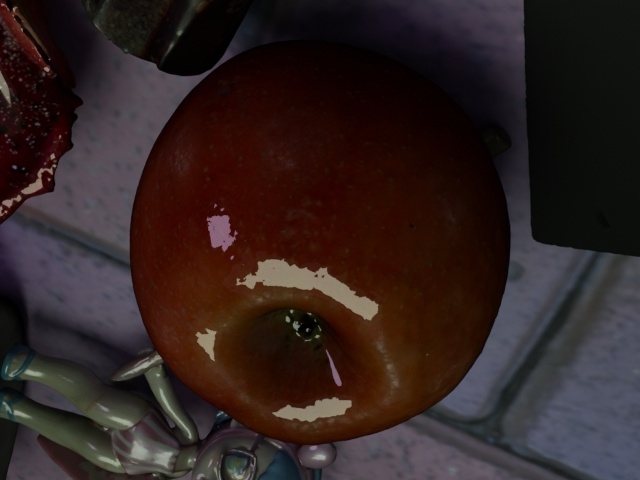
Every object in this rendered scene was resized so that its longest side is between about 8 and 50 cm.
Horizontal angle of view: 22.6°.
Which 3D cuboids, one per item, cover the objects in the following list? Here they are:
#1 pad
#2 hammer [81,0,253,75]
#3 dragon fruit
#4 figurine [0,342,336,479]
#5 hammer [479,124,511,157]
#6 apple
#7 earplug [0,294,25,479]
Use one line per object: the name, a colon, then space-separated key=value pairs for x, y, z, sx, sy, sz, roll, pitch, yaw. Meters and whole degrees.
pad: x=0.195 y=-0.086 z=0.907 sx=0.160 sy=0.009 sz=0.265 roll=8 pitch=135 yaw=17
hammer: x=-0.175 y=-0.280 z=0.834 sx=0.409 sy=0.095 sz=0.242 roll=35 pitch=135 yaw=-6
dragon fruit: x=-0.256 y=-0.119 z=0.986 sx=0.189 sy=0.163 sz=0.261 roll=36 pitch=152 yaw=41
figurine: x=-0.113 y=0.129 z=1.194 sx=0.260 sy=0.103 sz=0.205 roll=21 pitch=100 yaw=8
hammer: x=0.048 y=-0.022 z=1.026 sx=0.062 sy=0.013 sz=0.199 roll=43 pitch=133 yaw=-18
apple: x=0.000 y=0.000 z=0.914 sx=0.218 sy=0.201 sz=0.218 roll=7 pitch=131 yaw=7
earplug: x=-0.459 y=0.125 z=1.187 sx=0.394 sy=0.312 sz=0.312 roll=19 pitch=135 yaw=11
